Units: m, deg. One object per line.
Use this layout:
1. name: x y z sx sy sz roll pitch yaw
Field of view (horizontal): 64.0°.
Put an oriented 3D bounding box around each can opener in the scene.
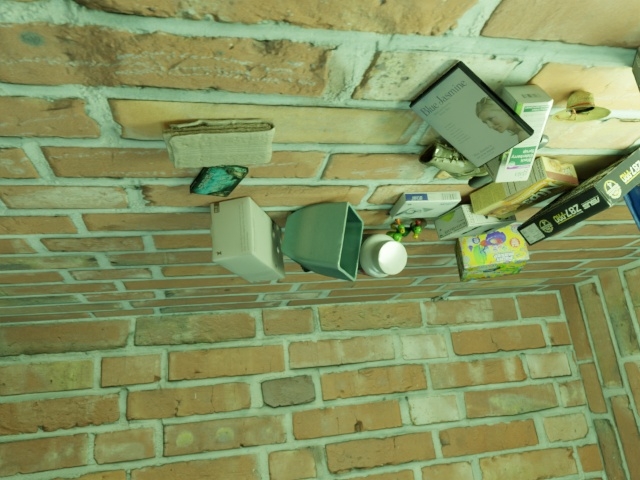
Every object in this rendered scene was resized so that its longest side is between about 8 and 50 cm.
1. can opener: 0.555 -0.236 1.530 0.095 0.076 0.283 1 163 -21

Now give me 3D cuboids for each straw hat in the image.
1. straw hat: 0.678 -0.356 1.338 0.144 0.061 0.144 4 176 0

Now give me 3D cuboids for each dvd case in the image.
1. dvd case: 0.365 -0.299 1.252 0.253 0.022 0.180 38 146 -13

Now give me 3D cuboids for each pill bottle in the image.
1. pill bottle: 0.209 0.058 2.080 0.176 0.176 0.318 2 -179 -24

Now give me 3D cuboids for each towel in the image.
1. towel: -0.264 -0.253 1.355 0.282 0.049 0.187 -4 163 -10

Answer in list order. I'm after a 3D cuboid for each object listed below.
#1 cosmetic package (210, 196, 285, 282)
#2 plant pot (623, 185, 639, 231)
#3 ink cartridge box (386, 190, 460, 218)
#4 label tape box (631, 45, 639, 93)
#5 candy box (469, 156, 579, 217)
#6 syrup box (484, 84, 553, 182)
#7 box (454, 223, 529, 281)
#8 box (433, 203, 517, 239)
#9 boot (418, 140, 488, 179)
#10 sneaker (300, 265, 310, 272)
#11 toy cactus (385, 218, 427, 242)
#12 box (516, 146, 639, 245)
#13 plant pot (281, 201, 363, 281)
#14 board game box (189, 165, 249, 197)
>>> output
1. cosmetic package: -0.259 0.011 1.883 0.156 0.217 0.385 -9 164 9
2. plant pot: 1.223 -0.183 1.787 0.212 0.236 0.236 -15 160 4
3. ink cartridge box: 0.387 -0.123 1.959 0.223 0.045 0.224 -3 162 -11
4. label tape box: 0.873 -0.302 1.129 0.240 0.334 0.106 -13 161 18
5. candy box: 0.718 -0.180 1.828 0.182 0.088 0.316 4 158 -33
6. syrup box: 0.503 -0.271 1.323 0.093 0.096 0.237 -4 131 -5
7. box: 0.808 0.066 2.453 0.289 0.177 0.279 -8 162 8
8. box: 0.612 -0.078 2.028 0.289 0.087 0.169 -7 165 -32
9. boot: 0.406 -0.244 1.497 0.165 0.077 0.213 17 166 -23
10. sneaker: 0.030 0.059 2.341 0.122 0.110 0.283 -13 174 -45
11. toy cactus: 0.355 -0.051 2.101 0.180 0.112 0.219 -24 176 -29
12. box: 0.914 -0.149 1.774 0.318 0.097 0.395 -34 173 -25
13. plant pot: 0.000 0.000 1.920 0.252 0.247 0.248 5 166 19
14. board game box: -0.312 -0.185 1.570 0.126 0.026 0.186 5 158 -30
